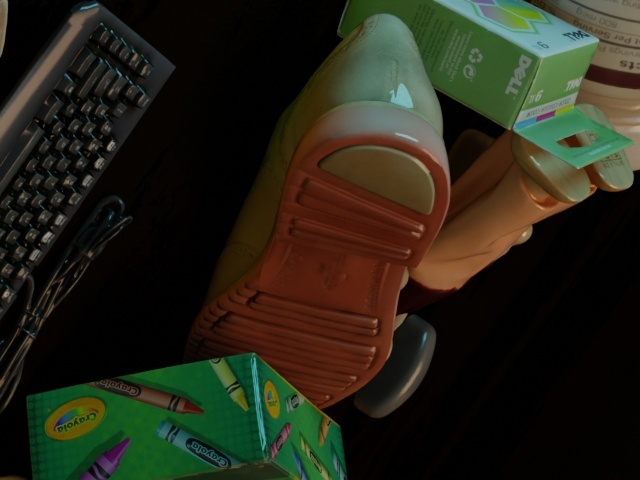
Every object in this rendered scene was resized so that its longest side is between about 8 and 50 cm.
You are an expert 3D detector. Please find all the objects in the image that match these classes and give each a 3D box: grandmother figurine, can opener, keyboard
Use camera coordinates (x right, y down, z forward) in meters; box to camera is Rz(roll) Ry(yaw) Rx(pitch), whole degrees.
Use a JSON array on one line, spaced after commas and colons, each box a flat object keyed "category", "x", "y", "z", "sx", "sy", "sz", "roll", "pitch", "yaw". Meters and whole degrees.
[{"category": "grandmother figurine", "x": 0.095, "y": 0.008, "z": 1.414, "sx": 0.208, "sy": 0.104, "sz": 0.342, "roll": -3, "pitch": 155, "yaw": -45}, {"category": "can opener", "x": 0.101, "y": 0.031, "z": 1.639, "sx": 0.280, "sy": 0.093, "sz": 0.074, "roll": -63, "pitch": 158, "yaw": 5}, {"category": "keyboard", "x": -0.187, "y": 0.017, "z": 1.051, "sx": 0.317, "sy": 0.033, "sz": 0.201, "roll": -55, "pitch": 160, "yaw": 0}]

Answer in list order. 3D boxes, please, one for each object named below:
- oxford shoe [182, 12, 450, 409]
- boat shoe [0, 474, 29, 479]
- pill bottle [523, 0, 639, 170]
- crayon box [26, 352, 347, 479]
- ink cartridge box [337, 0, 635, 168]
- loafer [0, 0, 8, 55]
[{"category": "oxford shoe", "x": 0.000, "y": 0.000, "z": 1.293, "sx": 0.397, "sy": 0.140, "sz": 0.146, "roll": 124, "pitch": -22, "yaw": -48}, {"category": "boat shoe", "x": -0.256, "y": 0.231, "z": 1.130, "sx": 0.285, "sy": 0.092, "sz": 0.103, "roll": -15, "pitch": 135, "yaw": -60}, {"category": "pill bottle", "x": 0.251, "y": -0.250, "z": 1.338, "sx": 0.224, "sy": 0.224, "sz": 0.392, "roll": -42, "pitch": 156, "yaw": -33}, {"category": "crayon box", "x": -0.088, "y": 0.163, "z": 1.294, "sx": 0.165, "sy": 0.081, "sz": 0.278, "roll": -12, "pitch": 161, "yaw": 10}, {"category": "ink cartridge box", "x": 0.129, "y": -0.134, "z": 1.262, "sx": 0.109, "sy": 0.209, "sz": 0.062, "roll": -21, "pitch": 138, "yaw": -57}, {"category": "loafer", "x": -0.190, "y": -0.123, "z": 0.753, "sx": 0.111, "sy": 0.112, "sz": 0.319, "roll": -87, "pitch": -172, "yaw": -48}]
